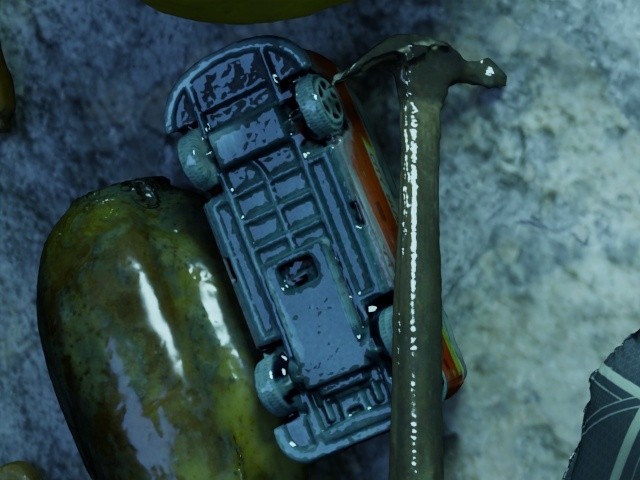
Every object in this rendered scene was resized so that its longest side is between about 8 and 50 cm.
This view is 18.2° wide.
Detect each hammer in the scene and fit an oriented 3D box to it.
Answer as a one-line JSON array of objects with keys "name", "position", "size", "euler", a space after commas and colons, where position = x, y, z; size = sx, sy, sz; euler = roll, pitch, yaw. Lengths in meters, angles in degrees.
[{"name": "hammer", "position": [0.060, 0.014, 1.210], "size": [0.027, 0.125, 0.297], "euler": [148, 127, -60]}]

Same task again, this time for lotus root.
[{"name": "lotus root", "position": [-0.105, 0.088, 1.347], "size": [0.160, 0.152, 0.275], "euler": [124, 131, -64]}]

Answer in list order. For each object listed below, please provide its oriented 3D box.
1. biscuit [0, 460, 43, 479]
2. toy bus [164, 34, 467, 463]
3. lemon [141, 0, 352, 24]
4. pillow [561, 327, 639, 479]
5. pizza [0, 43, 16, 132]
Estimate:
[{"name": "biscuit", "position": [-0.192, 0.289, 1.501], "size": [0.234, 0.030, 0.153], "euler": [44, 117, 22]}, {"name": "toy bus", "position": [0.000, 0.000, 1.291], "size": [0.121, 0.120, 0.265], "euler": [-25, 82, 24]}, {"name": "lemon", "position": [-0.027, -0.267, 1.209], "size": [0.316, 0.285, 0.285], "euler": [10, 101, 9]}, {"name": "pillow", "position": [0.191, 0.211, 1.205], "size": [0.161, 0.092, 0.335], "euler": [27, 107, 33]}, {"name": "pizza", "position": [-0.373, -0.159, 1.556], "size": [0.288, 0.074, 0.251], "euler": [-19, 82, 31]}]
